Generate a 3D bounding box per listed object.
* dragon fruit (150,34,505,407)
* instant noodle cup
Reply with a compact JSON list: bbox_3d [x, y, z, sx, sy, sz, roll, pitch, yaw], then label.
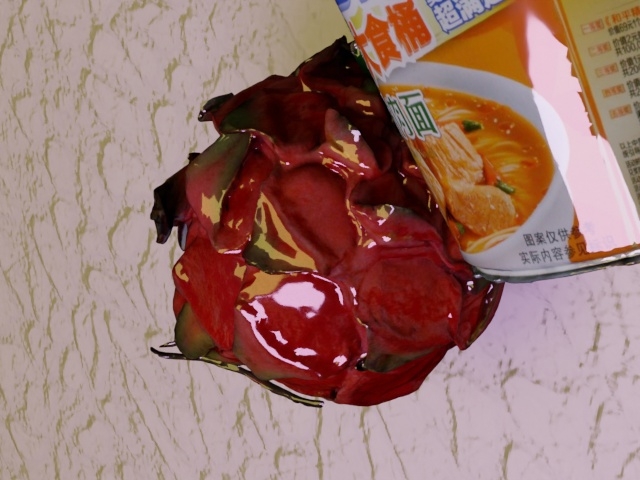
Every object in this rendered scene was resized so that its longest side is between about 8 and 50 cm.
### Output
[{"bbox_3d":[0.000,0.000,1.161,0.293,0.234,0.234,-36,73,48],"label":"dragon fruit"},{"bbox_3d":[0.147,-0.120,0.889,0.296,0.296,0.214,-9,105,54],"label":"instant noodle cup"}]
